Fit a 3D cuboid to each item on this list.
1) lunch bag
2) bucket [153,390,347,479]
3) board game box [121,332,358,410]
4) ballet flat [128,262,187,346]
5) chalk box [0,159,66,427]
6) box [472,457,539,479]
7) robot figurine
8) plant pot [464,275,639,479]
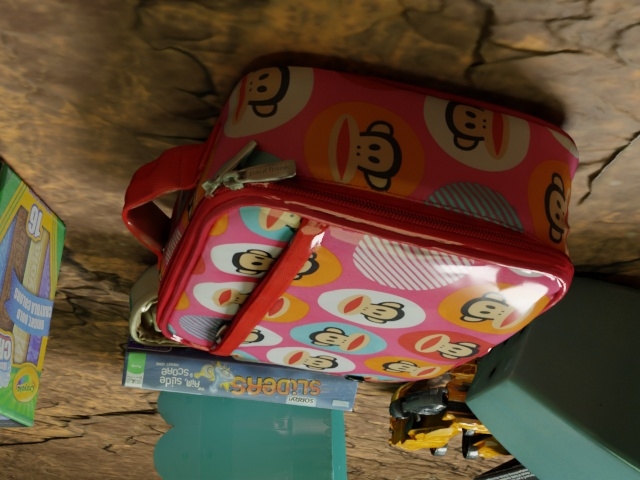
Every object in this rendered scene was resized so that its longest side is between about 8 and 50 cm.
[{"bbox_3d":[0.000,0.000,0.654,0.258,0.120,0.293,13,156,-11],"label":"lunch bag"},{"bbox_3d":[-0.066,0.254,1.106,0.183,0.281,0.281,-3,158,4],"label":"bucket"},{"bbox_3d":[-0.073,0.099,0.911,0.201,0.035,0.136,8,-162,-8],"label":"board game box"},{"bbox_3d":[-0.044,0.064,0.835,0.248,0.086,0.086,1,158,8],"label":"ballet flat"},{"bbox_3d":[-0.282,0.063,0.720,0.132,0.213,0.132,1,158,8],"label":"chalk box"},{"bbox_3d":[0.325,0.295,1.153,0.163,0.142,0.247,-27,167,39],"label":"box"},{"bbox_3d":[0.172,0.194,1.143,0.211,0.085,0.291,6,159,-5],"label":"robot figurine"},{"bbox_3d":[0.258,0.140,0.849,0.234,0.165,0.166,30,156,-3],"label":"plant pot"}]
